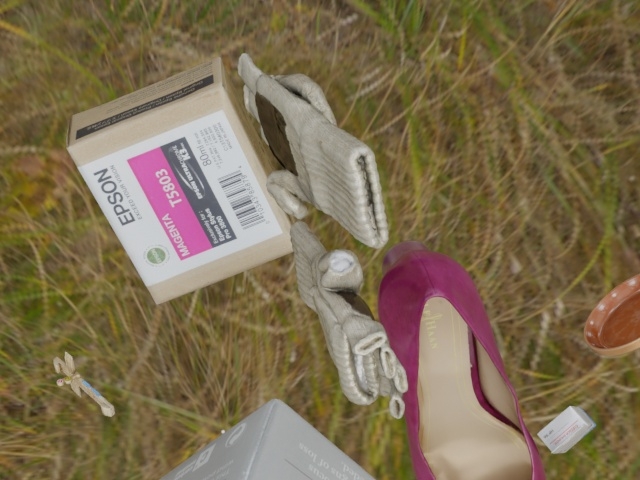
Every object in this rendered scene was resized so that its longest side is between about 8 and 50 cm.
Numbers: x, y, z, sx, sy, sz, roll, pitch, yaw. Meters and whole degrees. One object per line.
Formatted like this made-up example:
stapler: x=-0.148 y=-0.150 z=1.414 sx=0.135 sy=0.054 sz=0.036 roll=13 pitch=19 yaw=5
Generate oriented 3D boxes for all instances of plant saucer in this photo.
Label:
plant saucer: x=0.231 y=0.054 z=1.004 sx=0.083 sy=0.083 sz=0.013 roll=-44 pitch=110 yaw=-8

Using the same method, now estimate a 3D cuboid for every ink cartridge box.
ink cartridge box: x=0.260 y=0.201 z=1.457 sx=0.048 sy=0.083 sz=0.028 roll=-43 pitch=71 yaw=9
ink cartridge box: x=-0.153 y=-0.065 z=1.581 sx=0.193 sy=0.088 sz=0.234 roll=-23 pitch=120 yaw=7

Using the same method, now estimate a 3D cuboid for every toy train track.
toy train track: x=-0.201 y=0.124 z=1.147 sx=0.014 sy=0.048 sz=0.083 roll=-32 pitch=46 yaw=-30

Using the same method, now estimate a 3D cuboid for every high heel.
high heel: x=0.138 y=0.185 z=1.289 sx=0.127 sy=0.181 sz=0.377 roll=-25 pitch=102 yaw=2

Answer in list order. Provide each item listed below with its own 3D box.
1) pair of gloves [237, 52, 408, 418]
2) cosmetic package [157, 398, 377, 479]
pair of gloves: x=0.000 y=0.000 z=0.978 sx=0.042 sy=0.204 sz=0.240 roll=-19 pitch=125 yaw=-12
cosmetic package: x=-0.024 y=0.167 z=0.322 sx=0.127 sy=0.107 sz=0.238 roll=43 pitch=36 yaw=-14
